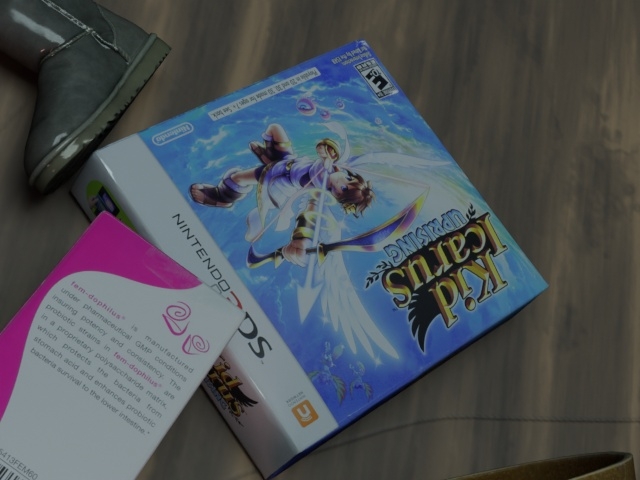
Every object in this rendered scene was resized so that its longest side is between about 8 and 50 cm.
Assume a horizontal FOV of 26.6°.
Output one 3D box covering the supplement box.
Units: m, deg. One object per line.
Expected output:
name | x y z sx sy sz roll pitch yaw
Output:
supplement box | -0.155 0.107 0.797 0.111 0.114 0.220 37 53 -3

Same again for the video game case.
video game case | 0.000 0.000 0.974 0.269 0.061 0.244 -29 80 -37

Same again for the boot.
boot | -0.223 -0.146 0.931 0.208 0.076 0.190 39 37 -12

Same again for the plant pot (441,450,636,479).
plant pot | 0.093 0.272 0.783 0.237 0.237 0.254 -7 81 -31
